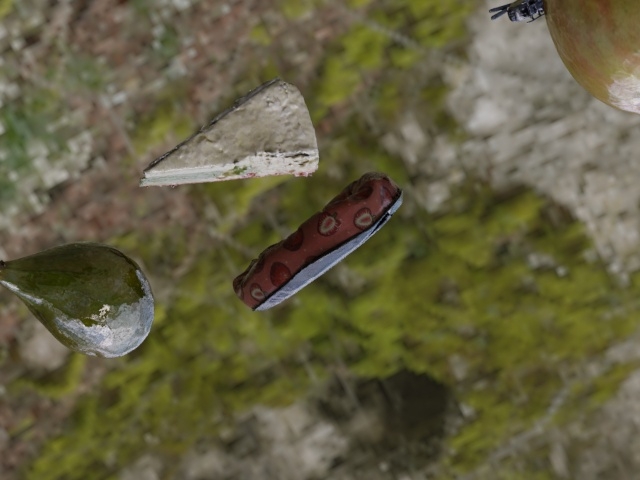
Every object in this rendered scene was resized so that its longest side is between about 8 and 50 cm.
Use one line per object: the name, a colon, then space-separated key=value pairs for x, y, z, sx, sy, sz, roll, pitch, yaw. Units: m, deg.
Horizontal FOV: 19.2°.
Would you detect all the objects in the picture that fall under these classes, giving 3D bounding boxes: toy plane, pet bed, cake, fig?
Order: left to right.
fig: x=-0.263 y=0.048 z=2.062 sx=0.126 sy=0.185 sz=0.133 roll=-29 pitch=-129 yaw=9
cake: x=-0.111 y=-0.132 z=2.257 sx=0.220 sy=0.117 sz=0.086 roll=-5 pitch=169 yaw=-8
pet bed: x=0.000 y=0.000 z=1.832 sx=0.201 sy=0.053 sz=0.201 roll=-38 pitch=-179 yaw=0
toy plane: x=0.275 y=-0.310 z=2.429 sx=0.120 sy=0.031 sz=0.049 roll=-31 pitch=-153 yaw=-19

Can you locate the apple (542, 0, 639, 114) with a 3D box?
apple: x=0.454 y=-0.319 z=2.256 sx=0.391 sy=0.391 sz=0.347 roll=-6 pitch=-111 yaw=37
